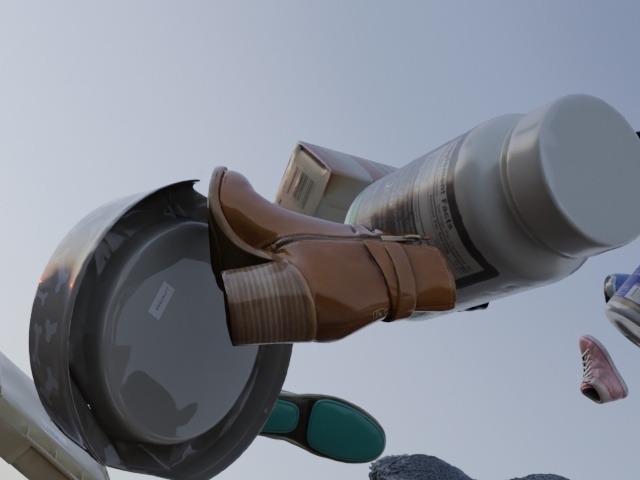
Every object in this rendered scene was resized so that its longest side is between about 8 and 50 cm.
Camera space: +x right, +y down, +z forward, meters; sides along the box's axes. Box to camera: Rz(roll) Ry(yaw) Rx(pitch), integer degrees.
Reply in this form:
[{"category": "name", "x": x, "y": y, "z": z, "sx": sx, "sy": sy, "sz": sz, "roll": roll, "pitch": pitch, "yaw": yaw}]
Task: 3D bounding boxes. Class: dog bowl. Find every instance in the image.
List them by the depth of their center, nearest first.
[{"category": "dog bowl", "x": -0.175, "y": 0.101, "z": 1.037, "sx": 0.102, "sy": 0.348, "sz": 0.348, "roll": 4, "pitch": -44, "yaw": 37}]

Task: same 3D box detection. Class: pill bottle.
[{"category": "pill bottle", "x": 0.201, "y": -0.030, "z": 1.098, "sx": 0.204, "sy": 0.204, "sz": 0.361, "roll": 45, "pitch": -32, "yaw": -13}, {"category": "pill bottle", "x": 0.483, "y": 0.058, "z": 1.227, "sx": 0.112, "sy": 0.186, "sz": 0.112, "roll": 42, "pitch": -5, "yaw": 5}]

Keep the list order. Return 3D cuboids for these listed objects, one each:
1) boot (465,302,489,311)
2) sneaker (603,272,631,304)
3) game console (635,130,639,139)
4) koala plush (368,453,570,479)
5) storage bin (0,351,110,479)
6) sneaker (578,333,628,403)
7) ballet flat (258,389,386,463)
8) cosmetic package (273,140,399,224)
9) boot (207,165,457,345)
[{"category": "boot", "x": 0.331, "y": 0.142, "z": 2.175, "sx": 0.161, "sy": 0.246, "sz": 0.083, "roll": 7, "pitch": -86, "yaw": 30}, {"category": "sneaker", "x": 0.558, "y": 0.095, "z": 1.528, "sx": 0.211, "sy": 0.080, "sz": 0.081, "roll": 13, "pitch": -20, "yaw": -31}, {"category": "game console", "x": 0.446, "y": -0.149, "z": 1.420, "sx": 0.213, "sy": 0.361, "sz": 0.044, "roll": -10, "pitch": -93, "yaw": 41}, {"category": "koala plush", "x": 0.151, "y": 0.308, "z": 0.994, "sx": 0.221, "sy": 0.203, "sz": 0.196, "roll": 29, "pitch": 0, "yaw": 6}, {"category": "storage bin", "x": -0.470, "y": 0.323, "z": 1.442, "sx": 0.262, "sy": 0.123, "sz": 0.260, "roll": 52, "pitch": -7, "yaw": -25}, {"category": "sneaker", "x": 0.491, "y": 0.235, "z": 1.647, "sx": 0.051, "sy": 0.070, "sz": 0.134, "roll": 103, "pitch": -35, "yaw": -57}, {"category": "ballet flat", "x": -0.030, "y": 0.239, "z": 1.237, "sx": 0.248, "sy": 0.086, "sz": 0.086, "roll": 21, "pitch": -27, "yaw": -18}, {"category": "cosmetic package", "x": 0.090, "y": -0.057, "z": 1.543, "sx": 0.296, "sy": 0.129, "sz": 0.153, "roll": 12, "pitch": 19, "yaw": -32}, {"category": "boot", "x": 0.000, "y": 0.000, "z": 0.933, "sx": 0.283, "sy": 0.220, "sz": 0.109, "roll": -117, "pitch": -158, "yaw": -60}]
